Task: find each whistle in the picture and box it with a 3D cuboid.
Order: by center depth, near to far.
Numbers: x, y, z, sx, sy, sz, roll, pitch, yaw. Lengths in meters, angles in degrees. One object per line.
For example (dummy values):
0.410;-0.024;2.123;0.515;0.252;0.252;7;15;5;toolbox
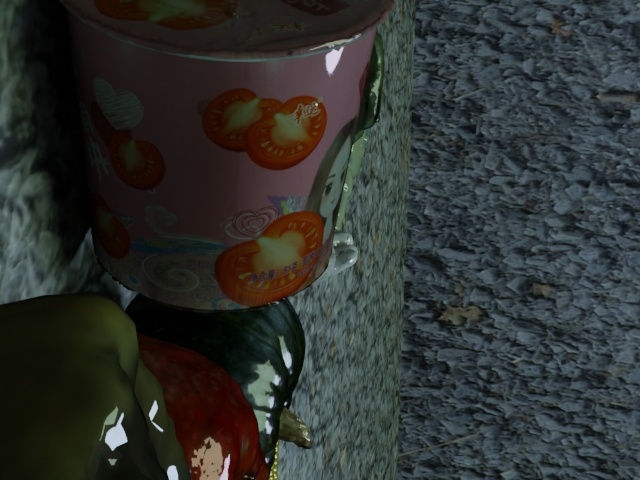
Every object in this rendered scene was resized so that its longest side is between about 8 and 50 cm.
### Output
0.032;-0.115;2.121;0.126;0.067;0.258;78;21;-55;whistle

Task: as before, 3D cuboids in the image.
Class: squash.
-0.097;0.125;1.125;0.218;0.172;0.218;4;90;-68;squash

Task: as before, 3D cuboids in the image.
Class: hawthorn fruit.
-0.105;0.158;0.898;0.207;0.243;0.207;4;90;-83;hawthorn fruit

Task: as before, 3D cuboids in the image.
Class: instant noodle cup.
-0.078;-0.095;1.044;0.243;0.243;0.231;-72;170;-56;instant noodle cup

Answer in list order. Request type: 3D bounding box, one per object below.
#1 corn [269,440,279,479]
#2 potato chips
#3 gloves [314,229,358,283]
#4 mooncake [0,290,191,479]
-0.090;0.253;1.458;0.093;0.093;0.244;-36;129;-78;corn
0.021;-0.275;1.746;0.373;0.097;0.389;76;8;-84;potato chips
-0.006;-0.001;1.855;0.229;0.097;0.119;-12;110;-75;gloves
-0.094;0.229;0.538;0.246;0.394;0.393;79;31;-52;mooncake
